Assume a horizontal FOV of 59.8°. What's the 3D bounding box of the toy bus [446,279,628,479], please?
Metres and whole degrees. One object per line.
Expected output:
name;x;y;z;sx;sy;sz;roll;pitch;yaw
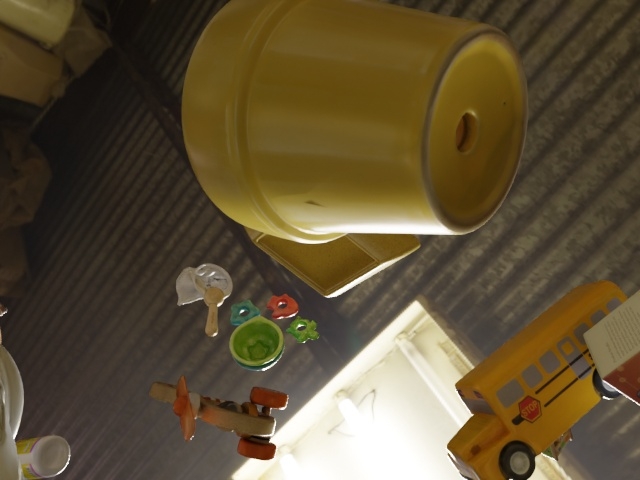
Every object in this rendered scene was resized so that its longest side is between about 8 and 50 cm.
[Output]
toy bus;0.316;0.203;0.800;0.332;0.108;0.130;-33;-94;-15

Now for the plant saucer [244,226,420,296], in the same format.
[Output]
plant saucer;0.000;0.000;1.281;0.333;0.332;0.081;-37;-160;49

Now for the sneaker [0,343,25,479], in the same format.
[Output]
sneaker;-0.243;0.179;0.343;0.305;0.114;0.152;60;-18;24

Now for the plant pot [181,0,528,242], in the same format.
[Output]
plant pot;0.042;-0.110;0.513;0.239;0.254;0.254;17;-88;43

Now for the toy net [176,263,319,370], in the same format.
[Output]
toy net;-0.114;0.083;0.762;0.122;0.045;0.232;-37;-126;-24

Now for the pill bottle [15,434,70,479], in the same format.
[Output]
pill bottle;-0.322;0.242;0.619;0.083;0.043;0.043;-17;-111;29

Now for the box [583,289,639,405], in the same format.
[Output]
box;0.447;0.126;0.689;0.170;0.130;0.091;-52;-170;29

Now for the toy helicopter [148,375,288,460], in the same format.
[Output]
toy helicopter;-0.261;0.366;1.214;0.355;0.235;0.140;5;-103;37

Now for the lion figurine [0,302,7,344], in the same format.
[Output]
lion figurine;-0.424;0.021;0.432;0.142;0.392;0.240;17;-71;19

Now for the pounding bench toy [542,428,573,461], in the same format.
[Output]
pounding bench toy;0.418;0.356;1.044;0.065;0.052;0.083;-41;-148;-25
